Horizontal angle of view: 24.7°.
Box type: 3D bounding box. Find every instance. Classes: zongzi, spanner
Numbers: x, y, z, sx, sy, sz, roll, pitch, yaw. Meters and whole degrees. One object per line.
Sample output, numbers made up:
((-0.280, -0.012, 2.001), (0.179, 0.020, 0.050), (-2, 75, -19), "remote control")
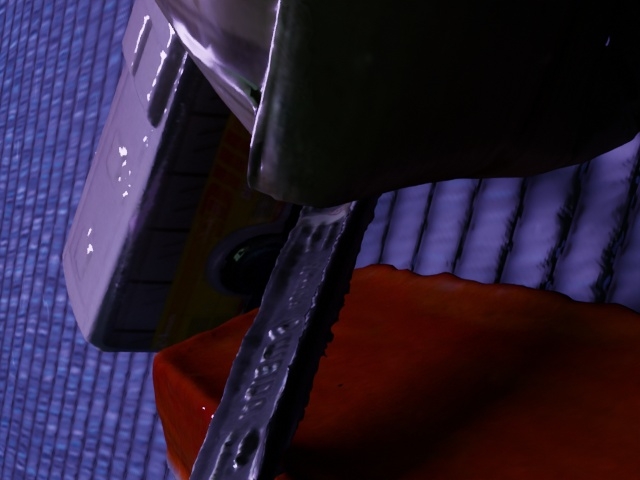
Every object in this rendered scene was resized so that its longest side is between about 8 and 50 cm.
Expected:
((0.007, -0.282, 0.480), (0.418, 0.181, 0.447), (43, 125, 43), "zongzi")
((0.000, 0.000, 0.520), (0.093, 0.026, 0.325), (-20, 23, 25), "spanner")

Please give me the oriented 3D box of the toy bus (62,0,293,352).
((-0.052, -0.056, 0.722), (0.268, 0.106, 0.092), (-64, 36, 39), "toy bus")

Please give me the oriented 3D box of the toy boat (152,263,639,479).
((0.056, 0.102, 0.466), (0.332, 0.145, 0.133), (13, 122, 65), "toy boat")
